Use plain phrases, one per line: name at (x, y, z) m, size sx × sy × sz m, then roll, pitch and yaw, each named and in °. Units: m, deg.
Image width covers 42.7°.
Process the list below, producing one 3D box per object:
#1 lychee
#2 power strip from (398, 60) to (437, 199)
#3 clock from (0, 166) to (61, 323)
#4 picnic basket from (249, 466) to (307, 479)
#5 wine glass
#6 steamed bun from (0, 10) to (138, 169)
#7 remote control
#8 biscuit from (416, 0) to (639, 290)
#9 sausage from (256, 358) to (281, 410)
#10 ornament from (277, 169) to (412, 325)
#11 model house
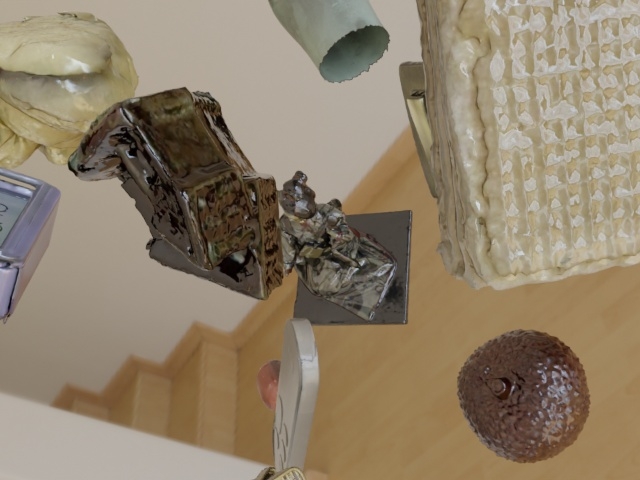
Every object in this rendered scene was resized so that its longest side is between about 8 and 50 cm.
lychee at (0.393, 0.297, 1.566) m, size 0.260 × 0.261 × 0.260 m, roll -45°, pitch 32°, yaw 39°
power strip at (0.244, -0.179, 1.340) m, size 0.092 × 0.256 × 0.251 m, roll -30°, pitch 23°, yaw -26°
clock at (-0.324, -0.017, 0.663) m, size 0.144 × 0.194 × 0.073 m, roll -98°, pitch 29°, yaw -62°
picnic basket at (-0.066, 0.274, 0.682) m, size 0.079 × 0.164 × 0.115 m, roll -36°, pitch 82°, yaw 51°
wine glass at (-0.012, -0.257, 0.817) m, size 0.093 × 0.093 × 0.202 m, roll -45°, pitch 65°, yaw 40°
steamed bun at (-0.471, -0.232, 1.321) m, size 0.324 × 0.373 × 0.230 m, roll -90°, pitch -2°, yaw -63°
remote control at (-0.027, 0.167, 0.803) m, size 0.244 × 0.022 × 0.077 m, roll 98°, pitch 162°, yaw -45°
biscuit at (0.105, -0.187, 0.401) m, size 0.078 × 0.144 × 0.425 m, roll -132°, pitch 32°, yaw -77°
sausage at (-0.064, 0.213, 1.218) m, size 0.094 × 0.059 × 0.054 m, roll -125°, pitch 42°, yaw -66°
ornament at (0.000, 0.000, 0.972) m, size 0.166 × 0.196 × 0.153 m, roll -5°, pitch 64°, yaw 23°
model house at (-0.086, -0.019, 0.548) m, size 0.106 × 0.152 × 0.165 m, roll -34°, pitch 2°, yaw 13°
